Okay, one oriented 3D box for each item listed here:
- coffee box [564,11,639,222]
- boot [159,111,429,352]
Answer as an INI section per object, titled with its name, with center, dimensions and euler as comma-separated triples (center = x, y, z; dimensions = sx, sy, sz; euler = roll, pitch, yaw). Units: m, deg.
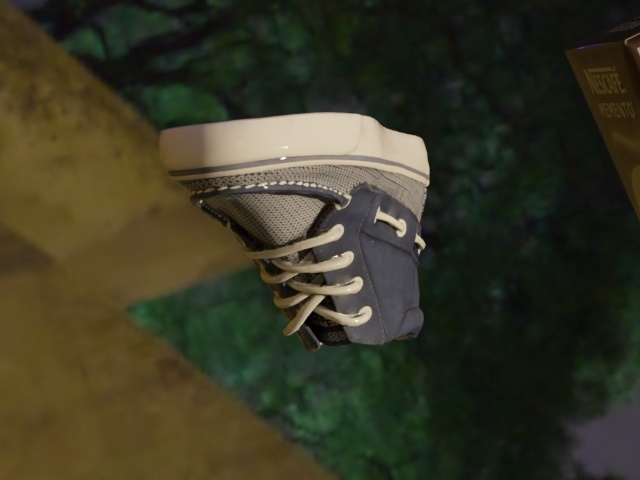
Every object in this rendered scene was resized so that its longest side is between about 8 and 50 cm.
[coffee box]
center = 0.250, -0.024, 1.080
dimensions = 0.141, 0.098, 0.247
euler = -153, -142, -83
[boot]
center = 0.000, 0.000, 0.694
dimensions = 0.069, 0.190, 0.086
euler = -5, -93, 24
